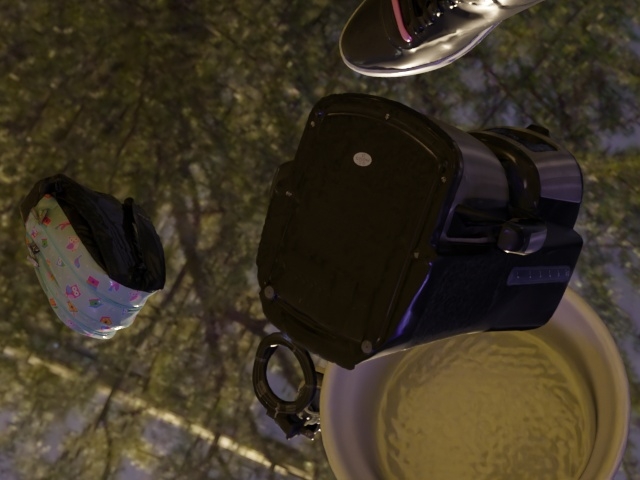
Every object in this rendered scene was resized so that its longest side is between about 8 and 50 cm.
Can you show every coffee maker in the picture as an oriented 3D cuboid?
[{"bbox_3d":[0.054,0.008,0.558,0.171,0.178,0.120,-50,-118,24],"label":"coffee maker"}]

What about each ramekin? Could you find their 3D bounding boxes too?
[{"bbox_3d":[0.148,0.166,0.944,0.277,0.135,0.277,-5,-114,13],"label":"ramekin"}]

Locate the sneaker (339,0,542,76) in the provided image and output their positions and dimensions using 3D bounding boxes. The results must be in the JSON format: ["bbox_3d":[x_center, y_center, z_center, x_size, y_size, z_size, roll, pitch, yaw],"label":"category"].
[{"bbox_3d":[0.110,-0.222,0.822,0.296,0.147,0.104,-19,-99,34],"label":"sneaker"}]

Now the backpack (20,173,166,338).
[{"bbox_3d":[-0.259,0.022,1.145,0.115,0.152,0.182,-51,-127,21],"label":"backpack"}]

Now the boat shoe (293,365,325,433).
[{"bbox_3d":[0.004,0.196,1.180,0.206,0.075,0.065,123,-11,-71],"label":"boat shoe"}]

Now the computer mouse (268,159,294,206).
[{"bbox_3d":[0.000,0.000,1.245,0.188,0.272,0.072,19,-116,18],"label":"computer mouse"}]
